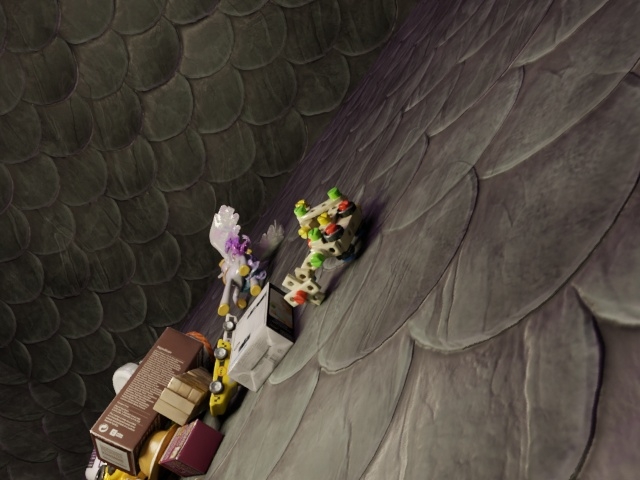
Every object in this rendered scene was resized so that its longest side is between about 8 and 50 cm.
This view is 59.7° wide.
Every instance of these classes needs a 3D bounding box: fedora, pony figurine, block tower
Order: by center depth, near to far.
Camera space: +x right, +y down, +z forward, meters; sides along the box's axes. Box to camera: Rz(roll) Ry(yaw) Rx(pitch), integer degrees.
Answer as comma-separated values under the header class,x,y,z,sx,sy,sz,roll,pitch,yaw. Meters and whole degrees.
class,x,y,z,sx,sy,sz,roll,pitch,yaw
fedora,-0.440,0.585,1.527,0.194,0.079,0.194,15,-90,-76
block tower,-0.352,0.423,1.547,0.091,0.097,0.335,-60,-3,-6
pony figurine,-0.313,0.079,2.187,0.351,0.303,0.363,-61,25,18

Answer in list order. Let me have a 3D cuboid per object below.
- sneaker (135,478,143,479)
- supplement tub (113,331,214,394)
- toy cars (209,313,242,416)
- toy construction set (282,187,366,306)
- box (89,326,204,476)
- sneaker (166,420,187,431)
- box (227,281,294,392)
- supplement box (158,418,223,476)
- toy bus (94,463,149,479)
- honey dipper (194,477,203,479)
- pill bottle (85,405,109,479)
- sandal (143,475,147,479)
class,x,y,z,sx,sy,sz,roll,pitch,yaw
sneaker,-0.536,0.774,1.619,0.061,0.053,0.152,-23,49,43
supplement tub,-0.532,0.453,1.930,0.316,0.193,0.193,-31,-10,-47
toy cars,-0.244,0.338,1.555,0.394,0.087,0.176,-109,24,-78
toy construction set,0.000,0.000,1.360,0.215,0.151,0.328,-17,42,32
box,-0.496,0.469,1.648,0.191,0.143,0.381,104,-170,-46
sneaker,-0.528,0.612,1.825,0.295,0.109,0.123,-48,40,33
box,-0.152,0.242,1.457,0.169,0.087,0.290,-53,12,12
supplement box,-0.327,0.525,1.403,0.188,0.081,0.104,-40,20,54
toy bus,-0.613,0.787,1.714,0.220,0.149,0.211,-45,29,31
honey dipper,-0.311,0.605,1.254,0.161,0.030,0.030,-56,12,9
pill bottle,-0.703,0.744,1.960,0.181,0.181,0.323,-39,34,53
sandal,-0.499,0.717,1.635,0.072,0.049,0.180,-52,13,18
